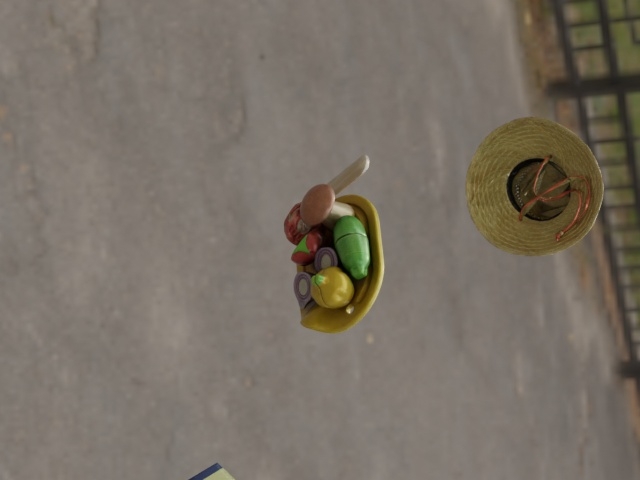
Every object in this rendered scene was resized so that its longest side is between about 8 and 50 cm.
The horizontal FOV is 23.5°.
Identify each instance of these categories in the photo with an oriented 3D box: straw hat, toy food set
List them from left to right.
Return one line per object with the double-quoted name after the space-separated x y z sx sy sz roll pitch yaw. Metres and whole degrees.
0.000 0.000 1.762 0.071 0.128 0.217 29 41 -39 "toy food set"
0.219 -0.048 1.506 0.061 0.145 0.144 5 82 -58 "straw hat"

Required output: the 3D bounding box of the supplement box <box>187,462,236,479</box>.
-0.096 0.253 1.335 0.083 0.083 0.056 -27 147 -41 "supplement box"
